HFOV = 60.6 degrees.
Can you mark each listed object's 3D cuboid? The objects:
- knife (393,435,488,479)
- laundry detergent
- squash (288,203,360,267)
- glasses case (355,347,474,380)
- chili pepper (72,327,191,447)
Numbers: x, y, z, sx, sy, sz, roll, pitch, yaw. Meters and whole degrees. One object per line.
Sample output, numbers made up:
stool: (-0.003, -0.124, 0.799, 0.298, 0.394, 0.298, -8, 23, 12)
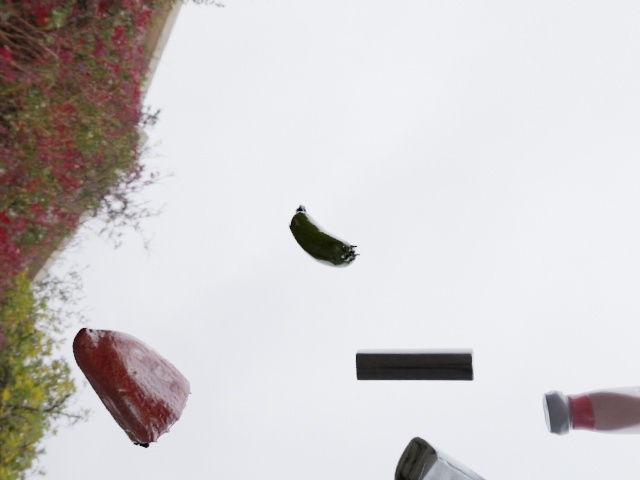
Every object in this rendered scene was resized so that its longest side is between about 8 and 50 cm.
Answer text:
knife: (0.153, 0.271, 0.541, 0.073, 0.265, 0.041, -54, -145, -13)
laundry detergent: (0.575, 0.300, 0.968, 0.335, 0.159, 0.087, -6, -111, 13)
squash: (-0.002, 0.001, 1.190, 0.080, 0.071, 0.318, -40, -148, -6)
glasses case: (0.152, 0.197, 0.889, 0.191, 0.072, 0.042, -3, -83, 13)
chili pepper: (-0.350, 0.242, 1.010, 0.136, 0.144, 0.252, 28, -32, 58)
